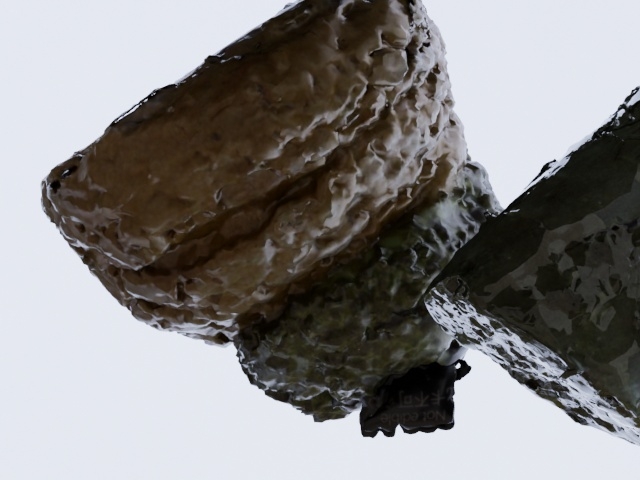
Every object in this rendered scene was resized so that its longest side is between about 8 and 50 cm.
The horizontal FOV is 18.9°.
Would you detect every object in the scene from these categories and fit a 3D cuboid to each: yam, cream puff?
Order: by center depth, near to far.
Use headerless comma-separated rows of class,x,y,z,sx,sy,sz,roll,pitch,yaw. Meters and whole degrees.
yam,0.126,-0.008,0.618,0.183,0.107,0.107,-38,-103,-15
cream puff,0.000,0.000,0.764,0.183,0.183,0.169,-33,-85,0
